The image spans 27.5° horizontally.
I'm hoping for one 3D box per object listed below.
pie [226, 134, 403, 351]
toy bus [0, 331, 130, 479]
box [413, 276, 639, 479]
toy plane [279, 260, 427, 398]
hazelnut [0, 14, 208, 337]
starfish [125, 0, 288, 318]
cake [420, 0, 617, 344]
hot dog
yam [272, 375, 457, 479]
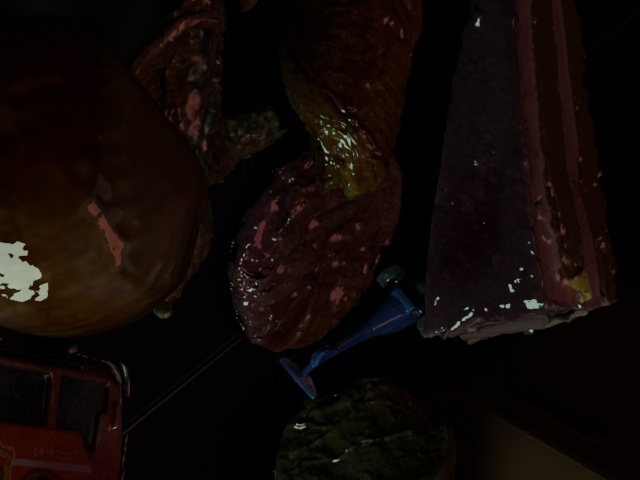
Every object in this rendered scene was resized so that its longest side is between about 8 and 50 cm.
[{"bbox_3d":[0.000,0.000,0.828,0.154,0.036,0.154,-34,141,-34],"label":"pie"},{"bbox_3d":[-0.170,0.080,0.555,0.235,0.073,0.096,19,77,-58],"label":"toy bus"},{"bbox_3d":[0.235,0.228,1.150,0.229,0.239,0.339,-37,141,-37],"label":"box"},{"bbox_3d":[0.043,0.059,0.926,0.167,0.054,0.062,-27,161,-42],"label":"toy plane"},{"bbox_3d":[-0.122,-0.019,0.558,0.143,0.143,0.154,-55,158,-8],"label":"hazelnut"},{"bbox_3d":[-0.081,-0.039,0.687,0.150,0.053,0.210,-28,142,-31],"label":"starfish"},{"bbox_3d":[0.142,-0.066,0.881,0.116,0.112,0.295,-3,97,-57],"label":"cake"},{"bbox_3d":[0.017,-0.091,0.731,0.099,0.065,0.147,67,32,-53],"label":"hot dog"},{"bbox_3d":[0.032,0.210,0.954,0.238,0.128,0.129,87,10,-48],"label":"yam"}]
